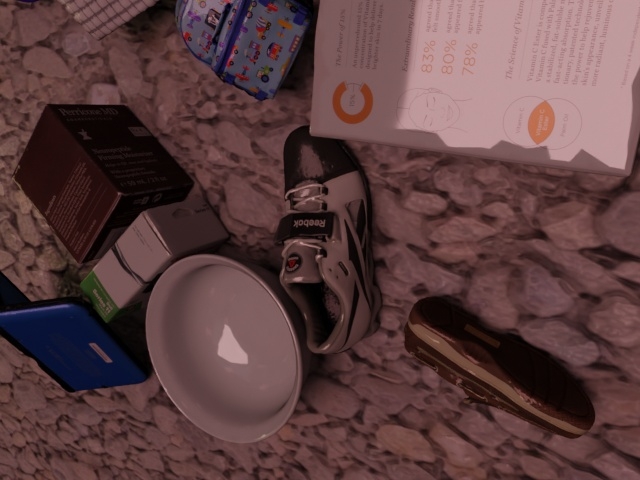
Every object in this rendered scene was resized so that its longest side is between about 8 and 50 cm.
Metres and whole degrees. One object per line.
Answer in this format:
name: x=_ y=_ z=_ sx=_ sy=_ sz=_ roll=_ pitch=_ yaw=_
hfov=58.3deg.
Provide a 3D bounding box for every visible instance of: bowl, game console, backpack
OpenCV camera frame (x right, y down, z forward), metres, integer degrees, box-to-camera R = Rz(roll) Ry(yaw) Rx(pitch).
bowl: x=-0.122 y=0.153 z=0.909 sx=0.297 sy=0.134 sz=0.298 roll=7 pitch=105 yaw=29
game console: x=-0.482 y=0.146 z=1.079 sx=0.250 sy=0.174 sz=0.293 roll=-8 pitch=141 yaw=6
backpack: x=-0.112 y=-0.294 z=0.778 sx=0.173 sy=0.117 sz=0.158 roll=27 pitch=118 yaw=-16

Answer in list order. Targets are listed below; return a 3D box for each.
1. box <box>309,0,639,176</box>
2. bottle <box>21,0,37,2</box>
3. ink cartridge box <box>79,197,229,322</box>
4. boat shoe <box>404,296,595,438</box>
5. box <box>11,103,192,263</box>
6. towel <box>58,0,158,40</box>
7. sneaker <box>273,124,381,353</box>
box: x=0.181 y=-0.207 z=0.641 sx=0.345 sy=0.168 sz=0.215 roll=13 pitch=108 yaw=25
bottle: x=-0.446 y=-0.516 z=0.961 sx=0.282 sy=0.092 sz=0.118 roll=-21 pitch=89 yaw=31
ink cartridge box: x=-0.274 y=0.031 z=0.956 sx=0.208 sy=0.153 sz=0.087 roll=-41 pitch=81 yaw=31
boat shoe: x=0.225 y=0.178 z=0.760 sx=0.257 sy=0.095 sz=0.095 roll=35 pitch=130 yaw=24
box: x=-0.366 y=-0.100 z=0.967 sx=0.203 sy=0.168 sz=0.167 roll=48 pitch=119 yaw=11
towel: x=-0.304 y=-0.459 z=0.832 sx=0.283 sy=0.121 sz=0.235 roll=-18 pitch=125 yaw=31
sneaker: x=0.000 y=0.000 z=0.805 sx=0.122 sy=0.146 sz=0.331 roll=-12 pitch=94 yaw=32
